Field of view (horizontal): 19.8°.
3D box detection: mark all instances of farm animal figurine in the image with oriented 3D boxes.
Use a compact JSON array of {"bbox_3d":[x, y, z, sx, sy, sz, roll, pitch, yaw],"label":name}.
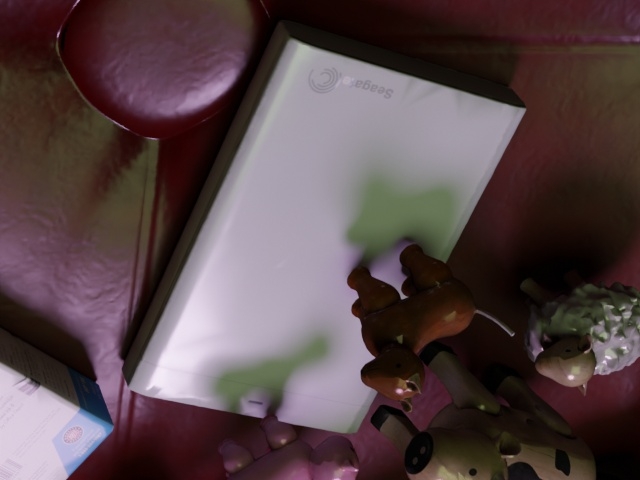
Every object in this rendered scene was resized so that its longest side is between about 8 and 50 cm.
[{"bbox_3d":[0.095,0.182,1.414,0.327,0.172,0.330,1,124,-39],"label":"farm animal figurine"}]

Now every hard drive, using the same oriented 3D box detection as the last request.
[{"bbox_3d":[0.000,0.000,1.382,0.203,0.040,0.307,14,117,-27],"label":"hard drive"}]

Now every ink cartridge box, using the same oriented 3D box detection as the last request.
[{"bbox_3d":[-0.255,0.118,1.352,0.104,0.060,0.180,-46,125,13],"label":"ink cartridge box"}]

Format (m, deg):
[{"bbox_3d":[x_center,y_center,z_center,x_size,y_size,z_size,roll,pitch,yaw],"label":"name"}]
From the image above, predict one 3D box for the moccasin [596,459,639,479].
[{"bbox_3d":[0.133,0.312,1.584,0.380,0.139,0.147,-20,118,-18],"label":"moccasin"}]
